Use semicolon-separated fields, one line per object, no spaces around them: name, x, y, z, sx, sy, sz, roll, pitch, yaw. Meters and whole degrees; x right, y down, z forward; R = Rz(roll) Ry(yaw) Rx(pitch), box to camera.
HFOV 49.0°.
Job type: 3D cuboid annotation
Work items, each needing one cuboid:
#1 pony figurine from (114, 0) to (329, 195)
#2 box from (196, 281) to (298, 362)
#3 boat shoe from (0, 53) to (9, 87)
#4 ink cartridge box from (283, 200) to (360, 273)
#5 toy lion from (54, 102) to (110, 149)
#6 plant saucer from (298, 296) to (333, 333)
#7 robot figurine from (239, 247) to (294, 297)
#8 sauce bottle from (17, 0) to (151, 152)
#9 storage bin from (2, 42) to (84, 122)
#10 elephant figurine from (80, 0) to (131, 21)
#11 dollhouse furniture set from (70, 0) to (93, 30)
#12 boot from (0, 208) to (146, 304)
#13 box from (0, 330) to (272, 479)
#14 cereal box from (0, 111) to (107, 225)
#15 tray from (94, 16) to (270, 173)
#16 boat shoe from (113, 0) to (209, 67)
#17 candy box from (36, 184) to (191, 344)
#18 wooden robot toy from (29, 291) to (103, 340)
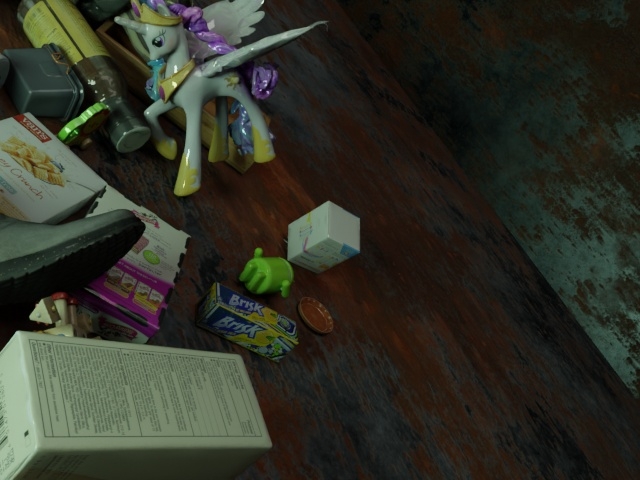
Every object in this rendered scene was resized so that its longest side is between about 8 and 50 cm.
pony figurine;-0.187;-0.309;1.311;0.351;0.364;0.303;-26;36;-29
box;-0.119;0.136;1.153;0.169;0.059;0.054;30;28;-29
boat shoe;-0.565;-0.233;1.006;0.094;0.109;0.302;26;19;-4
ink cartridge box;0.000;0.000;1.450;0.092;0.143;0.090;26;49;-35
toy lion;-0.396;-0.190;1.172;0.034;0.096;0.100;45;26;0
plant saucer;-0.011;0.146;1.352;0.083;0.013;0.083;36;28;-22
robot figurine;-0.095;0.064;1.284;0.101;0.067;0.115;45;23;27
sauce bottle;-0.429;-0.308;1.283;0.344;0.111;0.111;55;27;15
storage bin;-0.477;-0.271;1.187;0.091;0.098;0.135;-15;64;-49
elephant figurine;-0.462;-0.526;1.322;0.169;0.186;0.239;62;16;18
dollhouse furniture set;-0.611;-0.588;1.344;0.355;0.174;0.303;53;27;15
boot;-0.394;-0.028;0.826;0.338;0.118;0.223;-25;72;-43
box;-0.222;0.210;0.823;0.311;0.121;0.148;18;37;-44
cereal box;-0.442;-0.092;1.019;0.173;0.047;0.240;43;26;-5
tray;-0.302;-0.332;1.547;0.411;0.076;0.203;36;28;-18
boat shoe;-0.329;-0.458;1.455;0.355;0.130;0.132;48;26;6
candy box;-0.293;0.037;1.025;0.159;0.071;0.233;34;29;-18
wooden robot toy;-0.325;0.115;0.849;0.173;0.079;0.076;73;-3;-67
